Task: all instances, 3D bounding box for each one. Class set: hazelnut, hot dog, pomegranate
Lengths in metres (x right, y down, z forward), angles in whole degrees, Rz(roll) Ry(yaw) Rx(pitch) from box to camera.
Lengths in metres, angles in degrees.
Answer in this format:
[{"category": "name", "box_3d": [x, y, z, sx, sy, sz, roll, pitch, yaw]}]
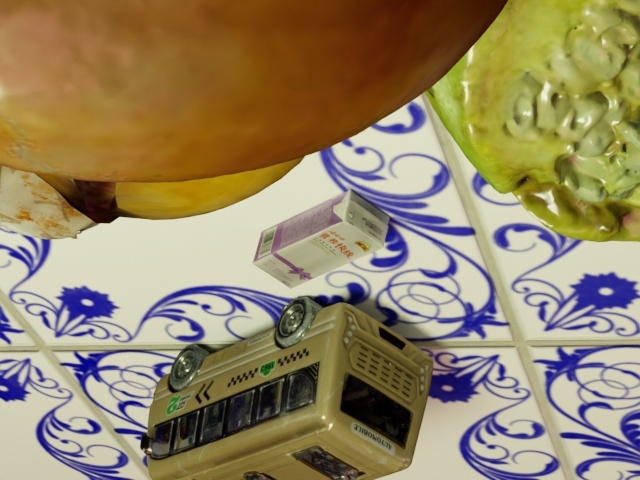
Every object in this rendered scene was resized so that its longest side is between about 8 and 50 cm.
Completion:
[{"category": "hazelnut", "box_3d": [-0.079, -0.197, 0.663, 0.366, 0.365, 0.365, 8, 147, 5]}, {"category": "hot dog", "box_3d": [-0.185, -0.069, 1.218, 0.131, 0.069, 0.253, 26, 147, -29]}, {"category": "pomegranate", "box_3d": [0.206, -0.176, 0.842, 0.310, 0.216, 0.358, 24, 114, -22]}]

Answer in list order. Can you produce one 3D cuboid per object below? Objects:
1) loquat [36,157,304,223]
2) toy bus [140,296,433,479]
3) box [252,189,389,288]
[{"category": "loquat", "box_3d": [-0.102, -0.121, 0.979, 0.235, 0.235, 0.235, 8, 147, 5]}, {"category": "toy bus", "box_3d": [-0.040, 0.171, 1.458, 0.139, 0.157, 0.290, 35, 140, -31]}, {"category": "box", "box_3d": [0.000, 0.000, 1.301, 0.117, 0.036, 0.051, -24, 133, 40]}]
